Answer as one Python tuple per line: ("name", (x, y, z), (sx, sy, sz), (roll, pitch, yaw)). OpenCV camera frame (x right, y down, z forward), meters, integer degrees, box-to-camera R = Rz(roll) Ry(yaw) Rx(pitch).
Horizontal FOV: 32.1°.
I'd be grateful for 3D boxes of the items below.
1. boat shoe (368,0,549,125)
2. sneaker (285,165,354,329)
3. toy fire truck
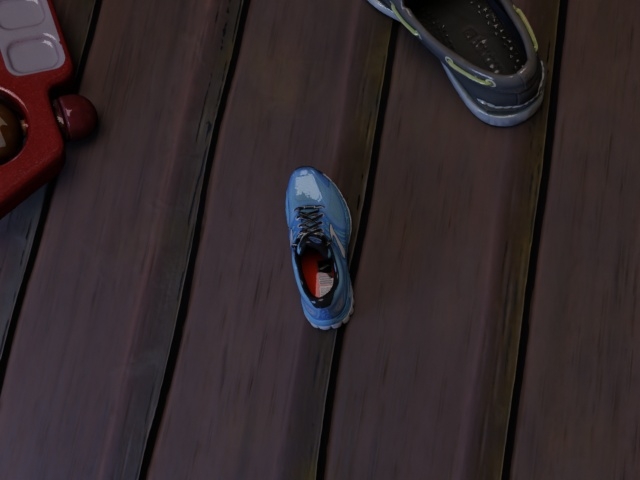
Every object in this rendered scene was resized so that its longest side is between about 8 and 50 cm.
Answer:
("boat shoe", (0.120, -0.252, 1.119), (0.109, 0.091, 0.305), (-35, 71, -4))
("sneaker", (0.000, 0.000, 1.064), (0.063, 0.073, 0.162), (-13, 71, 4))
("toy fire truck", (-0.370, -0.156, 1.134), (0.254, 0.169, 0.302), (-17, 71, -17))
